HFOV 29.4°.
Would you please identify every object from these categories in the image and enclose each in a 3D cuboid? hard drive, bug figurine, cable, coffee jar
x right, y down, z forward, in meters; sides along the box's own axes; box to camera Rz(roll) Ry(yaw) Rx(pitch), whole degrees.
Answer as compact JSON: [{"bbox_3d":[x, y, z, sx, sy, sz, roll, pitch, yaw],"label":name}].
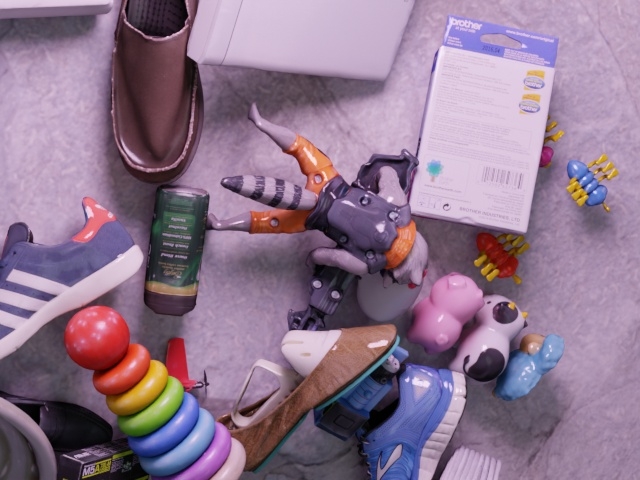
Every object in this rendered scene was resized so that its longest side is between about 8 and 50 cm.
[{"bbox_3d":[-0.005,-0.345,1.695,0.353,0.047,0.233,-2,119,-44],"label":"hard drive"},{"bbox_3d":[0.330,-0.072,1.956,0.279,0.072,0.216,-38,104,-5],"label":"bug figurine"},{"bbox_3d":[0.197,0.445,1.913,0.089,0.257,0.257,26,122,9],"label":"cable"},{"bbox_3d":[-0.209,0.014,1.758,0.079,0.096,0.184,7,97,-8],"label":"coffee jar"}]

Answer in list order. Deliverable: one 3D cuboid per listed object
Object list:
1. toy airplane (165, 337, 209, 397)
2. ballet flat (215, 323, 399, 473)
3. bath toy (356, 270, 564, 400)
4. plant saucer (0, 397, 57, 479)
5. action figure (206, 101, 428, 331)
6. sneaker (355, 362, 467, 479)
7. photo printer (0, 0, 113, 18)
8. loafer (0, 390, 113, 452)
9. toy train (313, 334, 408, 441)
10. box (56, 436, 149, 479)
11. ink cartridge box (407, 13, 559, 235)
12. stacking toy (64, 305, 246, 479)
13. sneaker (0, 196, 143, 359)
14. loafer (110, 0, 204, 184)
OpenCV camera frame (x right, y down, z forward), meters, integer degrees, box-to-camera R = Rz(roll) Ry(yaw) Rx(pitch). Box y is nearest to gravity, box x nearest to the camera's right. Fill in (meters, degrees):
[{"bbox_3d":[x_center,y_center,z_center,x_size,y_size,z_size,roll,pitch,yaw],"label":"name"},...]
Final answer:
[{"bbox_3d":[-0.238,0.219,1.821,0.151,0.028,0.151,-4,102,-20],"label":"toy airplane"},{"bbox_3d":[-0.038,0.210,1.804,0.124,0.116,0.342,43,117,-6],"label":"ballet flat"},{"bbox_3d":[0.219,0.118,1.920,0.348,0.129,0.151,31,54,-23],"label":"bath toy"},{"bbox_3d":[-0.555,0.283,1.624,0.400,0.100,0.400,-5,133,-6],"label":"plant saucer"},{"bbox_3d":[0.000,0.000,1.770,0.330,0.178,0.341,22,94,-4],"label":"action figure"},{"bbox_3d":[0.112,0.340,1.936,0.147,0.130,0.330,21,99,1],"label":"sneaker"},{"bbox_3d":[-0.435,-0.418,1.592,0.307,0.107,0.256,-6,101,-19],"label":"photo printer"},{"bbox_3d":[-0.402,0.265,1.741,0.223,0.078,0.076,19,93,-22],"label":"loafer"},{"bbox_3d":[0.060,0.217,1.868,0.080,0.105,0.184,31,116,-23],"label":"toy train"},{"bbox_3d":[-0.318,0.383,1.751,0.191,0.045,0.184,-3,104,-65],"label":"box"},{"bbox_3d":[0.249,-0.175,1.870,0.186,0.065,0.311,11,89,-2],"label":"ink cartridge box"},{"bbox_3d":[-0.248,0.228,1.725,0.141,0.141,0.330,-39,111,-10],"label":"stacking toy"},{"bbox_3d":[-0.425,0.064,1.684,0.350,0.131,0.148,-33,97,-13],"label":"sneaker"},{"bbox_3d":[-0.234,-0.258,1.668,0.134,0.130,0.366,1,95,3],"label":"loafer"}]
